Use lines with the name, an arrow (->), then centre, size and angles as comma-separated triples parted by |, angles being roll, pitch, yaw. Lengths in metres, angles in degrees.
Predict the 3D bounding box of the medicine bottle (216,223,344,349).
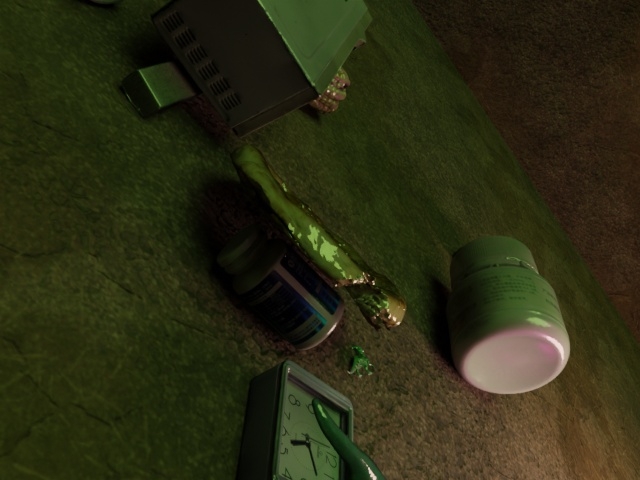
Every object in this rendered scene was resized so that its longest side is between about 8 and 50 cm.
medicine bottle -> -0.061, 0.068, 0.971 | 0.191, 0.107, 0.107 | 46, 30, -16

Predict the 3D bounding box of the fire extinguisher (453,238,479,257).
fire extinguisher -> 0.485, 0.142, 1.719 | 0.311, 0.095, 0.114 | 53, -4, -7

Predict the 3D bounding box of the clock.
clock -> -0.026, 0.274, 0.844 | 0.145, 0.073, 0.193 | 38, 33, -27

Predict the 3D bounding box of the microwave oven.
microwave oven -> -0.096, -0.398, 1.163 | 0.286, 0.219, 0.354 | 52, 38, -23

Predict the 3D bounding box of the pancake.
pancake -> -0.001, 0.001, 1.023 | 0.382, 0.071, 0.382 | 45, 3, -3

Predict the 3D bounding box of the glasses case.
glasses case -> -0.252, -0.268, 1.099 | 0.070, 0.047, 0.205 | 60, 27, -11

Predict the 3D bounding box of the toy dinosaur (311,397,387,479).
toy dinosaur -> 0.083, 0.363, 0.780 | 0.331, 0.130, 0.383 | 6, 86, -54

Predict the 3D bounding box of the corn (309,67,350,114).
corn -> -0.069, -0.399, 1.438 | 0.335, 0.127, 0.126 | 23, 42, -42

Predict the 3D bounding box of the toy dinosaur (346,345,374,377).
toy dinosaur -> 0.064, 0.205, 1.106 | 0.083, 0.021, 0.062 | 26, 33, -48

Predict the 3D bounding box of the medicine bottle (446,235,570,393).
medicine bottle -> 0.402, 0.157, 1.432 | 0.241, 0.241, 0.301 | 40, 32, -26

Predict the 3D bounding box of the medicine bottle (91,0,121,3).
medicine bottle -> -0.385, -0.518, 1.070 | 0.215, 0.135, 0.135 | 60, 29, 8
